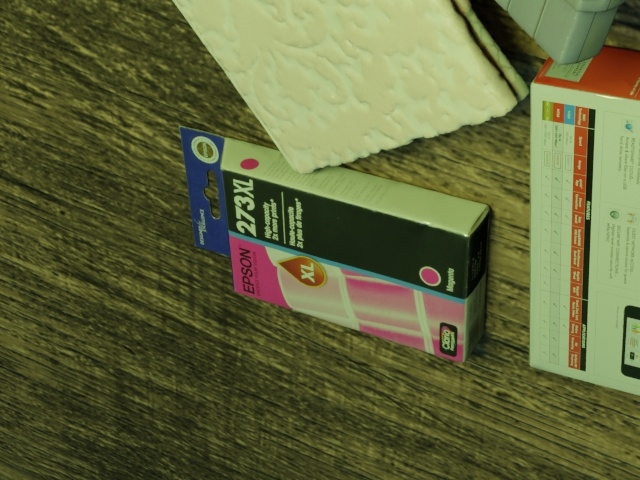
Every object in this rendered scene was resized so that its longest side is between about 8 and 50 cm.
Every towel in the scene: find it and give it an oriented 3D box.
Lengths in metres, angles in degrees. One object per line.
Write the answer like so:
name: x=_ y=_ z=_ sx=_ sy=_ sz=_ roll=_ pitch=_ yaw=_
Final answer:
towel: x=-0.004 y=-0.219 z=1.207 sx=0.332 sy=0.053 sz=0.317 roll=-11 pitch=120 yaw=53

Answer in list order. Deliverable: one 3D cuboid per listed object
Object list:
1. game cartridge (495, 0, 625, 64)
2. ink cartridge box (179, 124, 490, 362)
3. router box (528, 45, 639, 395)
game cartridge: x=0.176 y=-0.329 z=0.954 sx=0.230 sy=0.068 sz=0.355 roll=59 pitch=149 yaw=37
ink cartridge box: x=0.000 y=0.000 z=1.425 sx=0.371 sy=0.069 sz=0.176 roll=18 pitch=133 yaw=24
router box: x=0.341 y=0.006 z=1.184 sx=0.301 sy=0.082 sz=0.335 roll=14 pitch=131 yaw=24
